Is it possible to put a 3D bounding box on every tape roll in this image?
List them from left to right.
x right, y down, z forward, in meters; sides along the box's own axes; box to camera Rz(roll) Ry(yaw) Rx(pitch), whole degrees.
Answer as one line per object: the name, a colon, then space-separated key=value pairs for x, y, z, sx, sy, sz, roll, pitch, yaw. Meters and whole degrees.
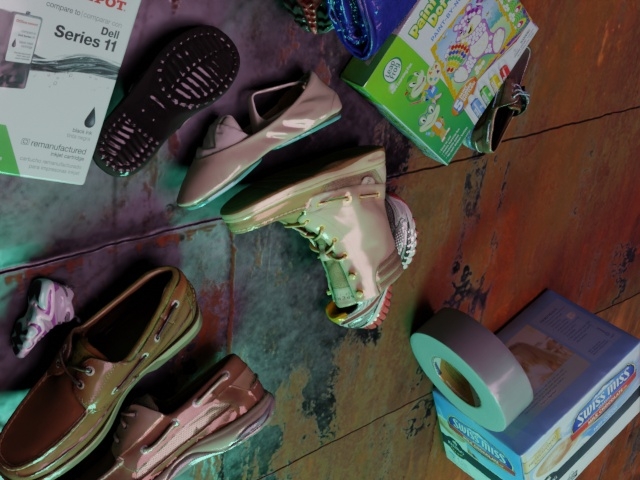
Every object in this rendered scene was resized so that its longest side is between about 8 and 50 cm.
tape roll: x=0.255 y=0.219 z=1.471 sx=0.072 sy=0.219 sz=0.219 roll=-39 pitch=136 yaw=-17

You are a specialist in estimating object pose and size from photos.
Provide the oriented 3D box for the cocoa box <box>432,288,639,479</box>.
cocoa box: x=0.426 y=0.310 z=1.679 sx=0.347 sy=0.231 sz=0.228 roll=-36 pitch=134 yaw=-21

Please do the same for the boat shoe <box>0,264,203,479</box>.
boat shoe: x=-0.270 y=0.146 z=1.013 sx=0.307 sy=0.110 sz=0.104 roll=-50 pitch=156 yaw=-24

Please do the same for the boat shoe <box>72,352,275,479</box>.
boat shoe: x=-0.221 y=0.260 z=1.153 sx=0.324 sy=0.123 sz=0.116 roll=-30 pitch=100 yaw=-14

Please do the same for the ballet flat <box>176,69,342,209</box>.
ballet flat: x=-0.085 y=-0.131 z=1.049 sx=0.248 sy=0.086 sz=0.086 roll=-36 pitch=135 yaw=-23

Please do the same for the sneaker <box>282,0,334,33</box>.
sneaker: x=0.017 y=-0.376 z=0.981 sx=0.125 sy=0.104 sz=0.262 roll=-36 pitch=142 yaw=-46

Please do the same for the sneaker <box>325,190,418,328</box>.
sneaker: x=0.074 y=0.035 z=1.285 sx=0.092 sy=0.088 sz=0.225 roll=2 pitch=113 yaw=-40

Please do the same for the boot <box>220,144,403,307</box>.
boot: x=0.000 y=0.000 z=1.150 sx=0.262 sy=0.095 sz=0.204 roll=-25 pitch=110 yaw=-37

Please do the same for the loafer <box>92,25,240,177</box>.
loafer: x=-0.178 y=-0.155 z=0.948 sx=0.220 sy=0.078 sz=0.080 roll=-48 pitch=111 yaw=-25

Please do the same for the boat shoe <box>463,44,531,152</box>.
boat shoe: x=0.287 y=-0.219 z=1.333 sx=0.066 sy=0.066 sz=0.183 roll=7 pitch=110 yaw=-45

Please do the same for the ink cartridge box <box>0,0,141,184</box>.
ink cartridge box: x=-0.278 y=-0.171 z=0.824 sx=0.153 sy=0.087 sz=0.209 roll=6 pitch=110 yaw=-45

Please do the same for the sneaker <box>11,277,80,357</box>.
sneaker: x=-0.311 y=0.094 z=1.001 sx=0.069 sy=0.038 sz=0.098 roll=15 pitch=105 yaw=-46

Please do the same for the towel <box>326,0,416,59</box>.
towel: x=0.099 y=-0.375 z=0.947 sx=0.308 sy=0.076 sz=0.228 roll=-51 pitch=154 yaw=-31

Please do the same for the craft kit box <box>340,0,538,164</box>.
craft kit box: x=0.175 y=-0.266 z=1.211 sx=0.246 sy=0.061 sz=0.250 roll=31 pitch=92 yaw=-46
